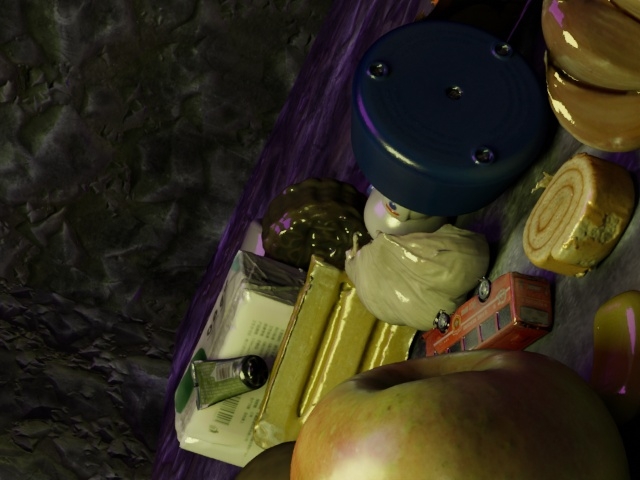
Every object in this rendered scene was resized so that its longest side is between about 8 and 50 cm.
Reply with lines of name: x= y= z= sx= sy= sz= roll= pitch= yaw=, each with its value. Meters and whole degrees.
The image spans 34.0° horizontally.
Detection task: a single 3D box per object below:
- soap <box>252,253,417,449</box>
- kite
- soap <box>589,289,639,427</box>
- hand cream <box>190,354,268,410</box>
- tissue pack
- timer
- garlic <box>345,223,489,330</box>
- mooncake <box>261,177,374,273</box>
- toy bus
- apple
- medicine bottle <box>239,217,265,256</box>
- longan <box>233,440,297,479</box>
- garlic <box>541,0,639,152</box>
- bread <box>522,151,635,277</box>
soap: x=0.026 y=0.198 z=1.658 sx=0.091 sy=0.199 sz=0.315 roll=-116 pitch=44 yaw=-80
kite: x=0.199 y=-0.275 z=1.612 sx=0.377 sy=0.013 sz=0.327 roll=-42 pitch=-27 yaw=-6
soap: x=0.296 y=0.117 z=1.027 sx=0.089 sy=0.045 sz=0.140 roll=142 pitch=144 yaw=-61
hand cream: x=-0.157 y=0.228 z=1.739 sx=0.235 sy=0.055 sz=0.086 roll=-23 pitch=71 yaw=55
tissue pack: x=-0.091 y=0.232 z=1.908 sx=0.194 sy=0.266 sz=0.356 roll=-103 pitch=35 yaw=-64
timer: x=0.152 y=-0.106 z=1.544 sx=0.383 sy=0.270 sz=0.270 roll=106 pitch=175 yaw=-60
garlic: x=0.132 y=0.058 z=1.492 sx=0.229 sy=0.178 sz=0.143 roll=-10 pitch=77 yaw=56
mooncake: x=0.000 y=0.000 z=1.967 sx=0.124 sy=0.228 sz=0.228 roll=-105 pitch=35 yaw=-52
toy bus: x=0.207 y=0.116 z=1.329 sx=0.235 sy=0.073 sz=0.096 roll=129 pitch=149 yaw=-53
apple: x=0.129 y=0.247 z=0.964 sx=0.319 sy=0.319 sz=0.277 roll=176 pitch=84 yaw=-75
medicine bottle: x=-0.105 y=0.143 z=2.195 sx=0.208 sy=0.208 sz=0.340 roll=-121 pitch=51 yaw=-72
longan: x=-0.016 y=0.414 z=1.442 sx=0.300 sy=0.243 sz=0.300 roll=174 pitch=90 yaw=-76
garlic: x=0.332 y=-0.218 z=1.123 sx=0.160 sy=0.191 sz=0.214 roll=-50 pitch=-17 yaw=-45
bread: x=0.288 y=-0.026 z=1.188 sx=0.122 sy=0.073 sz=0.149 roll=-97 pitch=29 yaw=-57
